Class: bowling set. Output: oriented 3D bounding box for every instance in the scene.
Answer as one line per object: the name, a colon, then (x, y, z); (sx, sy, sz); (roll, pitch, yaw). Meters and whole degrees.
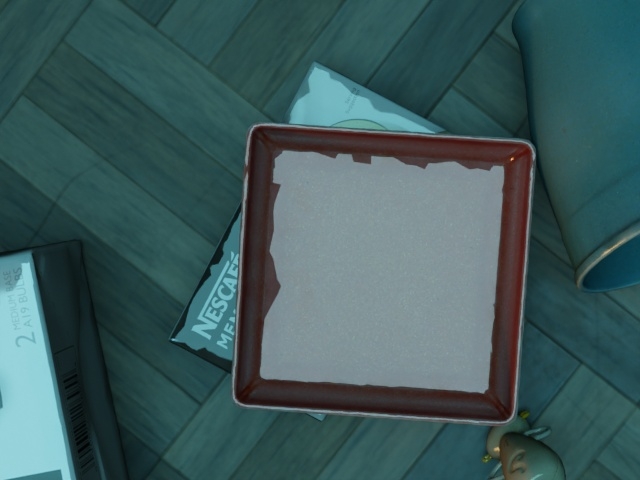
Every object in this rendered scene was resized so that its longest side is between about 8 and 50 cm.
bowling set: (0.168, 0.330, 1.702); (0.287, 0.154, 0.200); (-45, 106, 4)

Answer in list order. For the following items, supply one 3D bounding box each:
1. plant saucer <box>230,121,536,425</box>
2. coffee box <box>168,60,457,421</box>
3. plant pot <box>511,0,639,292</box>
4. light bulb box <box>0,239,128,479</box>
plant saucer: (0.056, 0.029, 1.618); (0.259, 0.048, 0.259); (4, 94, 1)
coffee box: (0.000, 0.000, 1.702); (0.168, 0.119, 0.297); (29, 94, 1)
plant pot: (0.305, -0.126, 1.612); (0.271, 0.271, 0.255); (-24, 75, 6)
light bulb box: (-0.385, 0.207, 1.693); (0.361, 0.225, 0.358); (-12, 90, 5)
